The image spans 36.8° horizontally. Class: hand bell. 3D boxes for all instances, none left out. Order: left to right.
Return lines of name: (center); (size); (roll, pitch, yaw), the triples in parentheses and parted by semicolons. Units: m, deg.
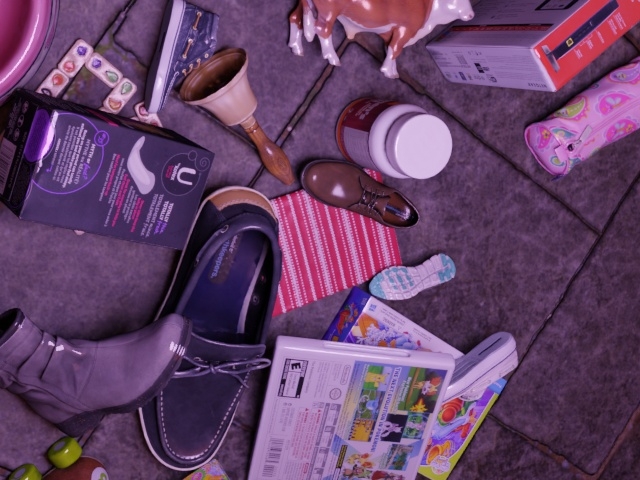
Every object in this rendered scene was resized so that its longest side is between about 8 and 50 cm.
hand bell: (-0.108, -0.178, 1.559); (0.126, 0.126, 0.242); (-42, 125, -8)

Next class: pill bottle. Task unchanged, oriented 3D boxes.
pill bottle: (0.118, -0.167, 1.574); (0.121, 0.221, 0.121); (-5, 104, -21)

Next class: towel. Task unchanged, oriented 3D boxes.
towel: (0.000, 0.000, 1.671); (0.275, 0.031, 0.198); (-20, 107, -19)

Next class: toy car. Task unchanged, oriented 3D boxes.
toy car: (-0.394, 0.431, 1.522); (0.149, 0.188, 0.155); (-34, 112, -11)

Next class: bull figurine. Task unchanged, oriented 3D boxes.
bull figurine: (0.095, -0.370, 1.582); (0.310, 0.101, 0.188); (10, 104, -18)

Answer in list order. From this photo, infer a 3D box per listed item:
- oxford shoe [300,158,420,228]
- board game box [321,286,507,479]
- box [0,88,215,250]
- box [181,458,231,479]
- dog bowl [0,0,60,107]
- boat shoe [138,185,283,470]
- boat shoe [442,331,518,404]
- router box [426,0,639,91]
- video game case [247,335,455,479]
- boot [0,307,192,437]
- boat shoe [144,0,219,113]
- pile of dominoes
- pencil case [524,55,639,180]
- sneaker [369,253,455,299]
oxford shoe: (0.074, -0.079, 1.621); (0.227, 0.096, 0.082); (19, 93, -23)
board game box: (0.145, 0.270, 1.764); (0.347, 0.078, 0.233); (32, 89, -25)
box: (-0.320, -0.102, 1.418); (0.270, 0.143, 0.165); (13, 101, -40)
box: (-0.139, 0.572, 1.578); (0.177, 0.290, 0.279); (-32, 123, -13)
dog bowl: (-0.553, -0.344, 1.303); (0.408, 0.150, 0.408); (-5, 104, -21)
boat shoe: (-0.177, 0.161, 1.555); (0.187, 0.156, 0.500); (11, 106, -23)
boat shoe: (0.268, 0.251, 1.720); (0.226, 0.083, 0.075); (-29, 110, -15)
router box: (0.375, -0.372, 1.568); (0.301, 0.335, 0.082); (-40, 112, -9)
video game case: (0.045, 0.309, 1.651); (0.300, 0.036, 0.329); (7, 124, -9)
boot: (-0.369, 0.170, 1.435); (0.338, 0.118, 0.223); (-35, 120, 27)
boat shoe: (-0.214, -0.279, 1.498); (0.083, 0.065, 0.183); (14, 93, -24)
pile of dominoes: (-0.369, -0.152, 1.481); (0.196, 0.040, 0.251); (39, 87, -25)
pencil case: (0.518, -0.228, 1.779); (0.284, 0.124, 0.124); (-32, 112, -14)
sneaker: (0.160, 0.076, 1.728); (0.166, 0.076, 0.065); (-12, 76, -21)
